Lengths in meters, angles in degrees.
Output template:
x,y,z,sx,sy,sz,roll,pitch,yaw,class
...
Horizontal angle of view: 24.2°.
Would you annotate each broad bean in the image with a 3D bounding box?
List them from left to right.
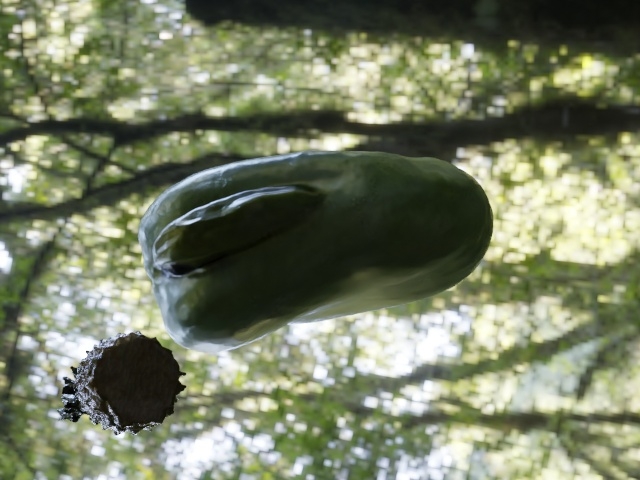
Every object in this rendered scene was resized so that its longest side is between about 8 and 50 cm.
x,y,z,sx,sy,sz,roll,pitch,yaw,class
0.000,0.000,0.885,0.228,0.169,0.100,-3,-110,-46,broad bean

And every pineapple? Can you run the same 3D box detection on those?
x,y,z,sx,sy,sz,roll,pitch,yaw,class
-0.117,0.086,0.816,0.058,0.124,0.058,7,-109,-22,pineapple
